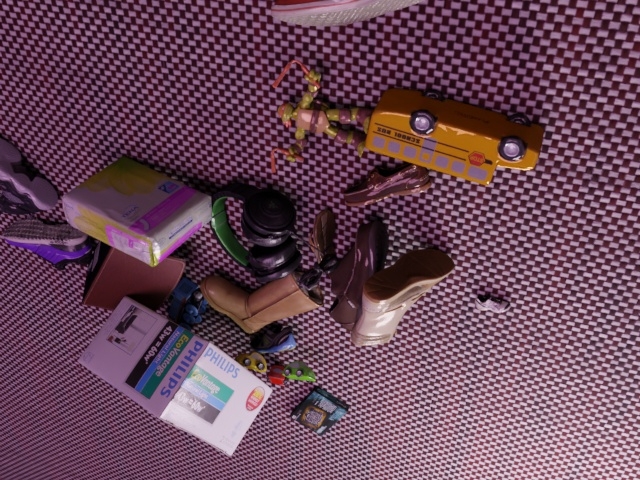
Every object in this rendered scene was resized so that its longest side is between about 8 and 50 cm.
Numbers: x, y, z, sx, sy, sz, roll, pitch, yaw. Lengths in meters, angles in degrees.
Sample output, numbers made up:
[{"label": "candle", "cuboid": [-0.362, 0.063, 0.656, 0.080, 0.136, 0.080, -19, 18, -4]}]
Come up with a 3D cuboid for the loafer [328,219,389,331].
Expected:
[{"label": "loafer", "cuboid": [0.079, 0.098, 1.695, 0.130, 0.133, 0.365, 17, 131, 10]}]

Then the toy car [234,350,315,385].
[{"label": "toy car", "cuboid": [-0.107, 0.374, 1.998, 0.225, 0.053, 0.239, -2, 153, 35]}]

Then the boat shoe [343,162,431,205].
[{"label": "boat shoe", "cuboid": [0.141, -0.132, 1.529, 0.207, 0.073, 0.073, -14, 118, 23]}]

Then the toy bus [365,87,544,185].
[{"label": "toy bus", "cuboid": [0.268, -0.208, 1.385, 0.333, 0.108, 0.130, 18, 132, 9]}]

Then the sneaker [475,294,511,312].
[{"label": "sneaker", "cuboid": [0.417, 0.151, 1.661, 0.083, 0.032, 0.036, 0, 126, 23]}]

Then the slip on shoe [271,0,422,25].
[{"label": "slip on shoe", "cuboid": [0.053, -0.470, 1.282, 0.332, 0.123, 0.101, -5, 92, 32]}]

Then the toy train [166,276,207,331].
[{"label": "toy train", "cuboid": [-0.397, 0.196, 2.022, 0.105, 0.080, 0.184, 34, 136, 6]}]

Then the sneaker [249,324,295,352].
[{"label": "sneaker", "cuboid": [-0.136, 0.286, 1.993, 0.067, 0.078, 0.188, 7, 163, -39]}]

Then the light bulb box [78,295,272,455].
[{"label": "light bulb box", "cuboid": [-0.393, 0.374, 1.895, 0.361, 0.225, 0.358, 21, 160, 37]}]

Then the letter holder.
[{"label": "letter holder", "cuboid": [-0.509, 0.063, 1.911, 0.215, 0.152, 0.302, 16, 137, -25]}]

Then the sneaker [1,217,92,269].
[{"label": "sneaker", "cuboid": [-0.806, 0.024, 2.039, 0.294, 0.102, 0.146, 7, 130, 18]}]

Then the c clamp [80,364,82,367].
[{"label": "c clamp", "cuboid": [-0.760, 0.437, 2.410, 0.161, 0.022, 0.137, 28, 127, 2]}]

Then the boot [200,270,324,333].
[{"label": "boot", "cuboid": [-0.160, 0.136, 1.868, 0.270, 0.089, 0.236, -27, 123, 37]}]

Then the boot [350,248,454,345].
[{"label": "boot", "cuboid": [0.190, 0.138, 1.622, 0.095, 0.262, 0.203, 45, 143, 28]}]

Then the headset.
[{"label": "headset", "cuboid": [-0.133, 0.009, 1.661, 0.394, 0.185, 0.243, 19, 133, 31]}]

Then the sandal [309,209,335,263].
[{"label": "sandal", "cuboid": [0.000, 0.000, 1.705, 0.049, 0.072, 0.180, 27, 141, 30]}]

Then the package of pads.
[{"label": "package of pads", "cuboid": [-0.452, -0.075, 1.687, 0.297, 0.229, 0.101, 24, 135, 21]}]

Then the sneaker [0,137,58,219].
[{"label": "sneaker", "cuboid": [-0.876, -0.165, 1.915, 0.153, 0.101, 0.268, -28, 115, 34]}]

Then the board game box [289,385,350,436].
[{"label": "board game box", "cuboid": [-0.005, 0.538, 2.158, 0.126, 0.026, 0.186, 33, 132, -4]}]

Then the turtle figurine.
[{"label": "turtle figurine", "cuboid": [-0.005, -0.249, 1.485, 0.218, 0.087, 0.269, 16, 123, 1]}]
